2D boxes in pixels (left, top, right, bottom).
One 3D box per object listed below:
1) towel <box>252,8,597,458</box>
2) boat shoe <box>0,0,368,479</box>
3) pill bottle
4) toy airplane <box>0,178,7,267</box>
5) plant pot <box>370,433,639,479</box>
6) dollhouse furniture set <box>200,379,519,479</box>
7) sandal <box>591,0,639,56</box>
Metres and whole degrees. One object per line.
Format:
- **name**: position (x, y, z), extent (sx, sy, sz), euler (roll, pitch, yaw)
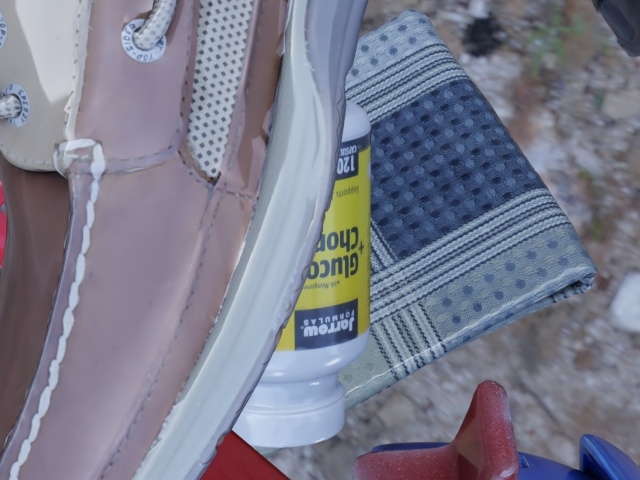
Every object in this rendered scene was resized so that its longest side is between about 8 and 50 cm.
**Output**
- **towel**: position (0.000, 0.000, 1.422), extent (0.324, 0.312, 0.056), euler (-27, 142, -3)
- **boat shoe**: position (-0.053, -0.058, 0.534), extent (0.116, 0.123, 0.324), euler (22, 75, -17)
- **pill bottle**: position (-0.023, 0.016, 1.063), extent (0.103, 0.103, 0.184), euler (-5, 106, -15)
- **toy airplane**: position (-0.191, -0.022, 1.118), extent (0.151, 0.151, 0.028), euler (-7, 118, -14)
- **plant pot**: position (0.165, 0.288, 1.436), extent (0.212, 0.236, 0.236), euler (-8, 111, -10)
- **dollhouse furniture set**: position (0.091, 0.134, 0.679), extent (0.201, 0.374, 0.152), euler (-25, 130, -28)
- **sandal**: position (0.273, -0.177, 1.432), extent (0.167, 0.446, 0.107), euler (-7, 125, -4)
